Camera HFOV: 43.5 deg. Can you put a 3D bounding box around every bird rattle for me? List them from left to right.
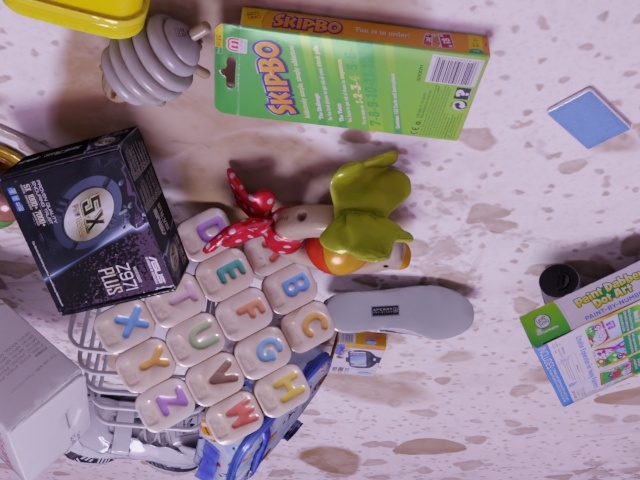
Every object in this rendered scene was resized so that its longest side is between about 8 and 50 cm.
[{"bbox_3d":[0.000,0.000,0.966,0.253,0.143,0.207,-12,150,26],"label":"bird rattle"}]

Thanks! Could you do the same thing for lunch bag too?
[{"bbox_3d":[-0.102,0.282,1.293,0.115,0.243,0.303,36,149,11],"label":"lunch bag"}]

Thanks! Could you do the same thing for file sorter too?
[{"bbox_3d":[-0.247,0.147,1.174,0.193,0.173,0.278,5,146,-3],"label":"file sorter"}]

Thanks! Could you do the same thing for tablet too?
[{"bbox_3d":[0.285,-0.128,0.853,0.083,0.006,0.054,30,139,-33],"label":"tablet"}]

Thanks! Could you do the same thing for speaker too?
[{"bbox_3d":[0.345,0.088,1.132,0.055,0.055,0.136,-9,145,19],"label":"speaker"}]

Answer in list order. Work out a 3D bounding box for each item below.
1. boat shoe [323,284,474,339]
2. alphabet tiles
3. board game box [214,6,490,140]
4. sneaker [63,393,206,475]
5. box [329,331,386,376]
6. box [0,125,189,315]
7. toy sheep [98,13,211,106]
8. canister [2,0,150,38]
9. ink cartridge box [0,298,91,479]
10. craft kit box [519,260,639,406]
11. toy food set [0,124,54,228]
[{"bbox_3d":[0.111,0.099,1.166,0.219,0.078,0.070,4,-179,-6],"label":"boat shoe"},{"bbox_3d":[-0.129,0.110,1.027,0.278,0.284,0.021,-27,-174,-14],"label":"alphabet tiles"},{"bbox_3d":[0.025,-0.163,0.800,0.259,0.039,0.124,4,146,-5],"label":"board game box"},{"bbox_3d":[-0.327,0.356,1.540,0.366,0.137,0.210,26,140,-38],"label":"sneaker"},{"bbox_3d":[0.059,0.194,1.347,0.081,0.028,0.136,6,145,-3],"label":"box"},{"bbox_3d":[-0.253,-0.020,0.916,0.147,0.077,0.180,-12,112,10],"label":"box"},{"bbox_3d":[-0.156,-0.172,0.764,0.132,0.091,0.091,-30,135,21],"label":"toy sheep"},{"bbox_3d":[-0.192,-0.257,0.645,0.126,0.073,0.170,12,144,-13],"label":"canister"},{"bbox_3d":[-0.486,0.177,1.153,0.306,0.131,0.226,38,147,15],"label":"ink cartridge box"},{"bbox_3d":[0.414,0.119,1.092,0.246,0.061,0.250,-24,144,11],"label":"craft kit box"},{"bbox_3d":[-0.415,-0.056,0.973,0.218,0.071,0.128,-26,136,37],"label":"toy food set"}]
